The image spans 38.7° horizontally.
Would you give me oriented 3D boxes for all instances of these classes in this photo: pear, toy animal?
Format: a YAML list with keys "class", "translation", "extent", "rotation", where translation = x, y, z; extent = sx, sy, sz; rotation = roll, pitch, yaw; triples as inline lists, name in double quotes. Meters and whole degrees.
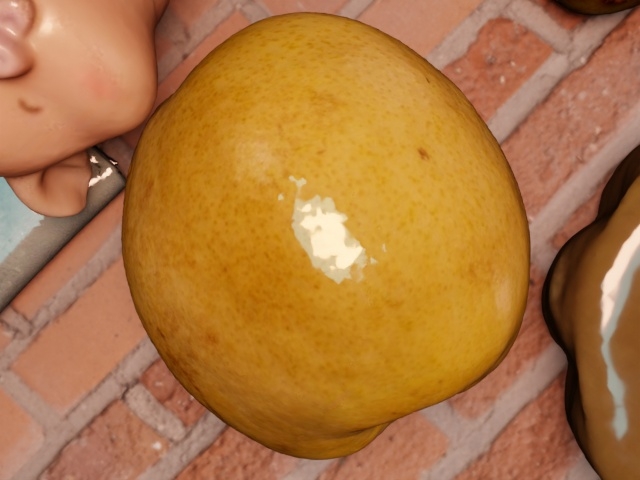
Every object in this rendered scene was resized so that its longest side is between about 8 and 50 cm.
- class: "pear"
  translation: [0.000, 0.000, 0.674]
  extent: [0.314, 0.314, 0.314]
  rotation: [0, 87, 1]
- class: "toy animal"
  translation: [-0.214, -0.186, 0.687]
  extent: [0.237, 0.326, 0.269]
  rotation: [33, 104, -21]

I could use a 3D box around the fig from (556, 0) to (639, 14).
- class: "fig"
  translation: [0.228, -0.302, 0.793]
  extent: [0.124, 0.124, 0.236]
  rotation: [-16, 62, 0]

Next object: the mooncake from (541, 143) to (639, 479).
- class: "mooncake"
  translation: [0.362, 0.073, 0.715]
  extent: [0.378, 0.201, 0.378]
  rotation: [0, 91, 4]

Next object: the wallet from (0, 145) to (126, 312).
- class: "wallet"
  translation: [-0.352, -0.061, 0.781]
  extent: [0.290, 0.054, 0.251]
  rotation: [45, 90, -9]
